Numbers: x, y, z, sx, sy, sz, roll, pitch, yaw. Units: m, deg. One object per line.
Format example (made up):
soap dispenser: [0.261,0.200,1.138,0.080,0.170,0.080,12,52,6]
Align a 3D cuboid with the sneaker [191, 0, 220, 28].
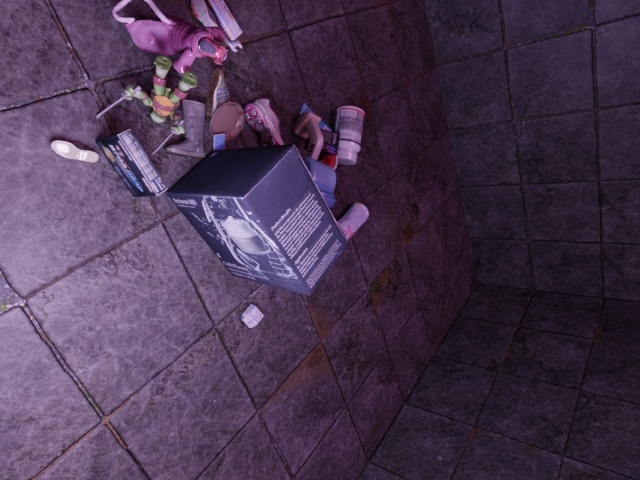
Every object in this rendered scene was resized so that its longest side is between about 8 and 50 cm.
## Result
sneaker: [-0.448,-0.883,1.641,0.065,0.061,0.158,-79,148,-51]

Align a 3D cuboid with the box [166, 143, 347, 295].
box: [-0.230,-0.083,1.588,0.297,0.480,0.471,-52,129,-30]

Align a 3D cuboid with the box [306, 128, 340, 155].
box: [0.014,-0.504,2.130,0.162,0.029,0.116,10,83,-9]

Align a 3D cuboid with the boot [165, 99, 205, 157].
boot: [-0.504,-0.423,1.577,0.190,0.076,0.208,-13,109,-62]

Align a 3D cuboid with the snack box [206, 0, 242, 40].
snack box: [-0.393,-0.917,1.712,0.178,0.022,0.064,54,55,-36]

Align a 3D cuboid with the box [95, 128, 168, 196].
box: [-0.620,-0.248,1.378,0.051,0.175,0.220,-48,126,-36]

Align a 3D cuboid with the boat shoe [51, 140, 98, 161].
boat shoe: [-0.769,-0.280,1.308,0.133,0.042,0.048,13,108,-48]

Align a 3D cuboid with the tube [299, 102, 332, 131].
tube: [-0.025,-0.605,2.137,0.207,0.052,0.080,33,61,-39]

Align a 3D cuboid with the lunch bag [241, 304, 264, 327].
lunch bag: [-0.305,0.341,1.868,0.083,0.053,0.071,-49,125,-24]

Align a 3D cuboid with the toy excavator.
toy excavator: [-0.045,-0.344,1.954,0.222,0.433,0.445,17,107,-40]

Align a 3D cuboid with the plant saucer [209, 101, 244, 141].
plant saucer: [-0.383,-0.483,1.698,0.168,0.029,0.168,-37,150,-26]

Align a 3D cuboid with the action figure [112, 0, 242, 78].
action figure: [-0.445,-0.688,1.401,0.248,0.370,0.275,-55,151,-13]

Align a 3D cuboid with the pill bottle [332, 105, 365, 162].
pill bottle: [0.144,-0.558,2.243,0.161,0.161,0.283,14,82,-48]

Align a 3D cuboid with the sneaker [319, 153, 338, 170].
sneaker: [0.003,-0.365,2.143,0.118,0.107,0.279,29,69,-38]

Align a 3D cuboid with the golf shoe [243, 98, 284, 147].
golf shoe: [-0.217,-0.491,1.876,0.140,0.115,0.306,-53,130,-37]

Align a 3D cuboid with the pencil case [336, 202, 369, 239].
pencil case: [0.159,-0.101,2.326,0.273,0.113,0.124,-43,103,-38]

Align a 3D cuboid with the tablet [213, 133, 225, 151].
tablet: [-0.414,-0.393,1.709,0.054,0.006,0.083,-24,135,-44]

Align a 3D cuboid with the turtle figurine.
turtle figurine: [-0.533,-0.445,1.382,0.197,0.266,0.275,51,43,2]

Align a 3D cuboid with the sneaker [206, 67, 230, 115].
sneaker: [-0.403,-0.586,1.692,0.086,0.064,0.192,8,92,-49]
